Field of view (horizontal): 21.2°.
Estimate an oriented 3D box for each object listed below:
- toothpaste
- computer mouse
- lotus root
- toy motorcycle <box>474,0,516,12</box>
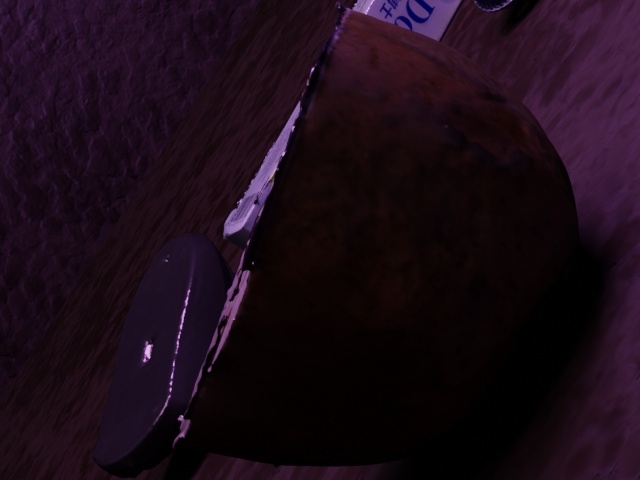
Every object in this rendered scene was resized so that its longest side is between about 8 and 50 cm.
[{"bbox_3d":[0.025,-0.127,1.614,0.336,0.081,0.067,-61,14,-17],"label":"toothpaste"},{"bbox_3d":[-0.129,0.113,1.596,0.137,0.086,0.269,-39,30,39],"label":"computer mouse"},{"bbox_3d":[0.036,0.018,0.982,0.272,0.192,0.272,-159,90,-80],"label":"lotus root"},{"bbox_3d":[0.191,-0.328,1.439,0.272,0.124,0.182,-55,34,16],"label":"toy motorcycle"}]
